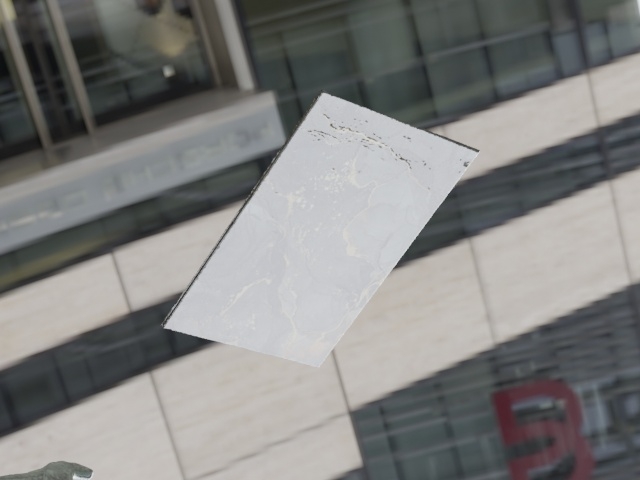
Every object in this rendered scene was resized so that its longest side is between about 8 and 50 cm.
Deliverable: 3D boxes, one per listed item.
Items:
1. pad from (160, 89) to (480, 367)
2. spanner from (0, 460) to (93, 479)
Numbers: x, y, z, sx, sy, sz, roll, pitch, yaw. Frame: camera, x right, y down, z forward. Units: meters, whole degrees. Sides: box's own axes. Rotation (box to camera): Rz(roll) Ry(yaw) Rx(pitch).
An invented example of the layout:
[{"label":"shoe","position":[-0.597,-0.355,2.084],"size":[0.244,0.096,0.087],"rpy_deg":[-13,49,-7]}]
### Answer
[{"label":"pad","position":[0.000,0.000,1.655],"size":[0.247,0.367,0.007],"rpy_deg":[18,-150,-35]},{"label":"spanner","position":[-0.336,0.225,1.232],"size":[0.302,0.017,0.071],"rpy_deg":[1,-154,-34]}]
